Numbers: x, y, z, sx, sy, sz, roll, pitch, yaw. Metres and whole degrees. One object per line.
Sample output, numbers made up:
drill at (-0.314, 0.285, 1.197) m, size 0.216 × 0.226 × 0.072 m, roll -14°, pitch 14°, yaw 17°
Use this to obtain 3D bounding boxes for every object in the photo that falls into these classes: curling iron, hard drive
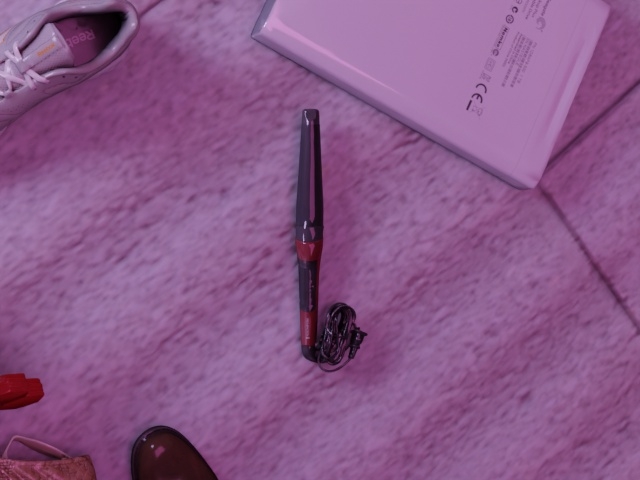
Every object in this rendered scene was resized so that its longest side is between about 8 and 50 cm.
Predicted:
curling iron at (0.000, 0.000, 1.390) m, size 0.068 × 0.035 × 0.274 m, roll -9°, pitch 93°, yaw -26°
hard drive at (0.126, -0.236, 1.437) m, size 0.353 × 0.047 × 0.233 m, roll 28°, pitch 80°, yaw -20°

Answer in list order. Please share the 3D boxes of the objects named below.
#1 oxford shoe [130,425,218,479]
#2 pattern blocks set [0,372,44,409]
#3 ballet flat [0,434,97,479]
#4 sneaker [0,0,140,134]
oxford shoe at (-0.114, 0.286, 1.310) m, size 0.083 × 0.096 × 0.227 m, roll -27°, pitch 98°, yaw -18°
pattern blocks set at (-0.399, 0.144, 1.088) m, size 0.285 × 0.325 × 0.026 m, roll -20°, pitch 75°, yaw 7°
ballet flat at (-0.309, 0.214, 1.257) m, size 0.206 × 0.073 × 0.067 m, roll 15°, pitch 58°, yaw -24°
sneaker at (-0.282, -0.159, 1.232) m, size 0.262 × 0.121 × 0.099 m, roll -36°, pitch 101°, yaw -18°
